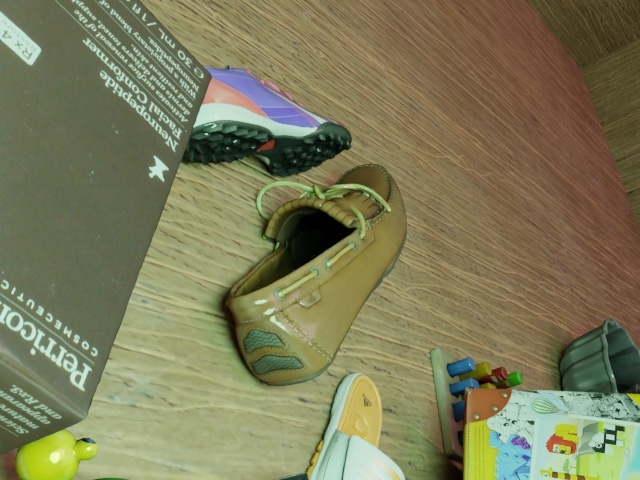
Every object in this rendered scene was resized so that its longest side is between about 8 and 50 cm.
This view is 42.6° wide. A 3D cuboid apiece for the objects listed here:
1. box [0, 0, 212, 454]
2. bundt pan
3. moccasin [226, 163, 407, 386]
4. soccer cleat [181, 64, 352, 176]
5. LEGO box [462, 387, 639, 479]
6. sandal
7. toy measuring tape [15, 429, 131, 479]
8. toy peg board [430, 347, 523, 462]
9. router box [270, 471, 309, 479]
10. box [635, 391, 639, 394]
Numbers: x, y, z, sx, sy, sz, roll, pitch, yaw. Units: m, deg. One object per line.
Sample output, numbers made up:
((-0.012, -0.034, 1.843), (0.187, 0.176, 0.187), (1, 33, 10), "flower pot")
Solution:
((-0.225, -0.056, 0.606), (0.191, 0.143, 0.381), (45, 36, -31), "box")
((0.586, 0.331, 1.642), (0.331, 0.124, 0.330), (39, 37, -38), "bundt pan")
((-0.003, 0.001, 0.943), (0.380, 0.139, 0.147), (-51, 121, -49), "moccasin")
((-0.070, -0.149, 0.969), (0.318, 0.109, 0.116), (-1, 65, -56), "soccer cleat")
((0.336, 0.412, 0.868), (0.500, 0.373, 0.193), (-78, 165, -50), "LEGO box")
((0.048, 0.236, 0.884), (0.102, 0.076, 0.265), (49, 32, -25), "sandal")
((-0.119, 0.275, 0.540), (0.121, 0.121, 0.330), (-15, 84, -61), "toy measuring tape")
((0.244, 0.244, 1.198), (0.161, 0.079, 0.161), (33, 41, -43), "toy peg board")
((-0.061, 0.280, 0.703), (0.179, 0.046, 0.133), (11, 59, -55), "router box")
((0.690, 0.424, 1.344), (0.395, 0.212, 0.293), (21, 41, -27), "box")
